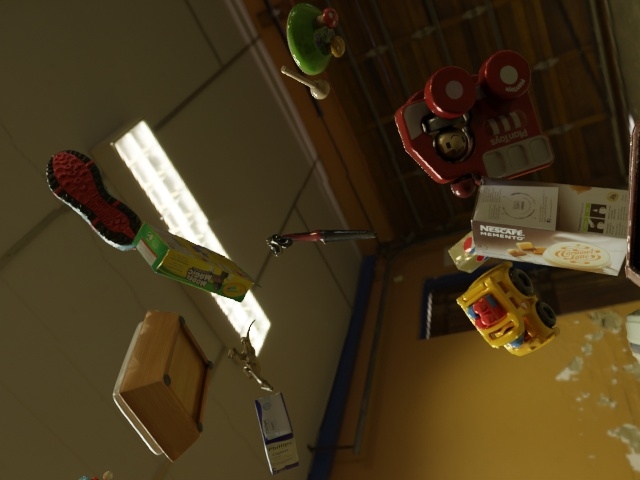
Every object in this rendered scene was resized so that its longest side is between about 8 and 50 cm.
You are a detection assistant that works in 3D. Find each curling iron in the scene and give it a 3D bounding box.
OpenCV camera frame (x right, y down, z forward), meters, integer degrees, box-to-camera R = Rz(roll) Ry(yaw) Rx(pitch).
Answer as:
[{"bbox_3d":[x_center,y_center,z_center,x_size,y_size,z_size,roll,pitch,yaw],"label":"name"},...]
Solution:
[{"bbox_3d":[0.000,0.000,1.296,0.068,0.274,0.035,-77,-25,-45],"label":"curling iron"}]

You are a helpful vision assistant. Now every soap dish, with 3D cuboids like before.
[{"bbox_3d":[-0.354,0.324,1.276,0.291,0.118,0.229,-99,-12,-62],"label":"soap dish"}]

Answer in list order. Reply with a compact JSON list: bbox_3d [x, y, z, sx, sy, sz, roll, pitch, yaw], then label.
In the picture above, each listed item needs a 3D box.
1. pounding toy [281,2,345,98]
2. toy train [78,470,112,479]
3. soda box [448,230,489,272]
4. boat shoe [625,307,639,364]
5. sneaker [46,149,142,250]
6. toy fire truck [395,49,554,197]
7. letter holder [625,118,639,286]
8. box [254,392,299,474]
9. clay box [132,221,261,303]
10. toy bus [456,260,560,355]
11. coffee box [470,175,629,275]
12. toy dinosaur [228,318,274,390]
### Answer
[{"bbox_3d":[0.005,-0.509,1.417,0.183,0.110,0.236,26,-112,-53],"label":"pounding toy"},{"bbox_3d":[-0.325,0.402,0.763,0.125,0.046,0.166,-33,-39,-25],"label":"toy train"},{"bbox_3d":[0.398,-0.002,1.303,0.058,0.181,0.061,17,-141,-40],"label":"soda box"},{"bbox_3d":[0.257,0.060,0.148,0.500,0.187,0.156,66,180,-86],"label":"boat shoe"},{"bbox_3d":[-0.491,-0.074,1.177,0.104,0.125,0.262,-38,-93,-24],"label":"sneaker"},{"bbox_3d":[0.322,-0.230,1.142,0.169,0.302,0.254,156,95,-79],"label":"toy fire truck"},{"bbox_3d":[0.504,-0.052,0.556,0.152,0.302,0.214,-98,-3,-68],"label":"letter holder"},{"bbox_3d":[-0.105,0.467,1.322,0.126,0.072,0.137,-118,17,-52],"label":"box"},{"bbox_3d":[-0.223,0.047,1.011,0.222,0.053,0.127,30,-177,-43],"label":"clay box"},{"bbox_3d":[0.435,0.182,1.296,0.211,0.149,0.220,-16,-112,-52],"label":"toy bus"},{"bbox_3d":[0.402,-0.026,0.961,0.141,0.247,0.098,60,-136,-57],"label":"coffee box"},{"bbox_3d":[-0.154,0.242,1.165,0.092,0.053,0.183,50,-166,-53],"label":"toy dinosaur"}]
